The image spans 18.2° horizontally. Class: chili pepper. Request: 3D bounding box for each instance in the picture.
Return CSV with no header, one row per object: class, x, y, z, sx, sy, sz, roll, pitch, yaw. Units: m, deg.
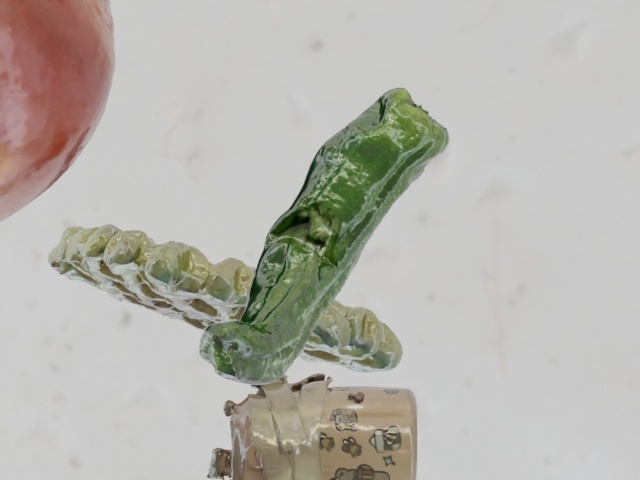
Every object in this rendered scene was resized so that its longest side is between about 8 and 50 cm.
chili pepper,-0.003,0.004,0.950,0.050,0.182,0.073,36,152,-5

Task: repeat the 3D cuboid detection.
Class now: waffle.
waffle,-0.086,0.052,1.763,0.292,0.056,0.309,22,170,-27

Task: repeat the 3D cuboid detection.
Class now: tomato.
tomato,-0.290,-0.147,1.286,0.321,0.321,0.321,14,128,18

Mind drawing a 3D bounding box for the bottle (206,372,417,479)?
bottle,-0.006,0.148,1.461,0.152,0.099,0.099,3,127,-1
